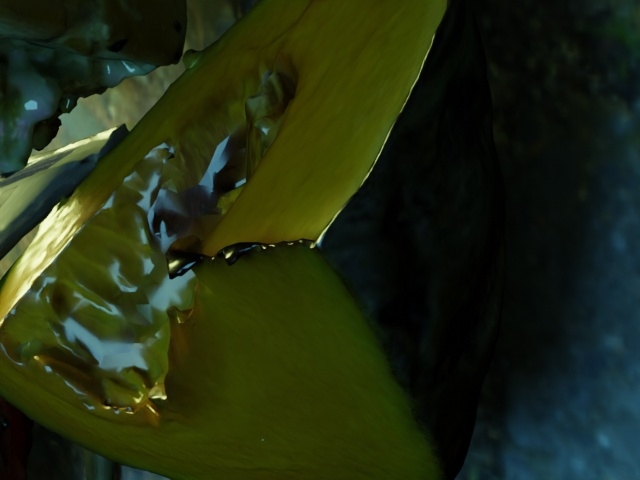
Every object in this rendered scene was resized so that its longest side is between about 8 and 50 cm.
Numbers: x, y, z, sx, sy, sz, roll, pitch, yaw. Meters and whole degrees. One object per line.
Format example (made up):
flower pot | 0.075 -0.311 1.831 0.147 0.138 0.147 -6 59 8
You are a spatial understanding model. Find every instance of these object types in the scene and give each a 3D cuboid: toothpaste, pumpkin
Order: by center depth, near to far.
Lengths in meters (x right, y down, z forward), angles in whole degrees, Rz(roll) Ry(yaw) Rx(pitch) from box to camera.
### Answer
pumpkin | 0.000 0.000 0.653 0.148 0.169 0.312 43 151 -22
toothpaste | -0.196 0.040 0.739 0.099 0.282 0.068 17 134 28

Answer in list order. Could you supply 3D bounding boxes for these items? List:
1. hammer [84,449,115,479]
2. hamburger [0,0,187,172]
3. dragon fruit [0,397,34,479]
hammer | -0.113 0.145 0.865 0.062 0.013 0.199 20 115 40
hamburger | -0.178 -0.157 0.700 0.168 0.192 0.288 -27 72 33
dragon fruit | -0.226 0.097 0.856 0.209 0.172 0.172 -123 37 -59
